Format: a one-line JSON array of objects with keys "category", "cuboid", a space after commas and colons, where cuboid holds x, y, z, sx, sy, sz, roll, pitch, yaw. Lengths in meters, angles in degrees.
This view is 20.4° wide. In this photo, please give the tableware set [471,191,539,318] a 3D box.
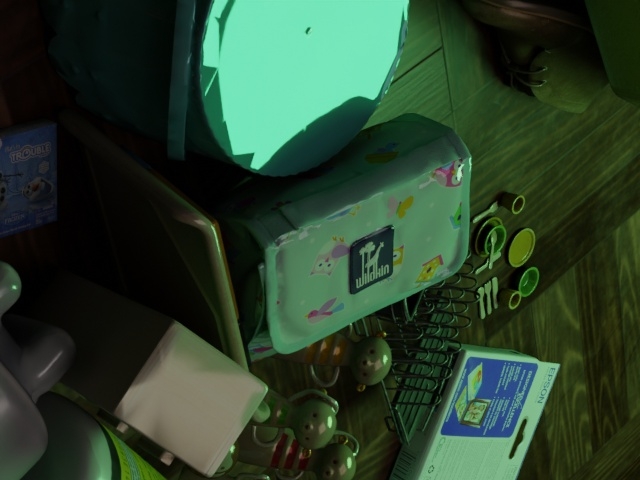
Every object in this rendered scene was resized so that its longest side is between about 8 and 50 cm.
[{"category": "tableware set", "cuboid": [0.218, 0.014, 2.039, 0.104, 0.024, 0.154, -34, 133, -32]}]

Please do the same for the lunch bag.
[{"category": "lunch bag", "cuboid": [0.000, 0.000, 1.553, 0.223, 0.262, 0.160, -24, 83, -24]}]

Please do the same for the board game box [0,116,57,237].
[{"category": "board game box", "cuboid": [-0.257, -0.048, 1.466, 0.090, 0.020, 0.090, -21, 124, -41]}]

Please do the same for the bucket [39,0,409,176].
[{"category": "bucket", "cuboid": [-0.072, -0.192, 1.465, 0.281, 0.183, 0.281, -24, 126, -39]}]

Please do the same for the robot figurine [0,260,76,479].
[{"category": "robot figurine", "cuboid": [-0.347, 0.164, 1.337, 0.353, 0.200, 0.300, -46, 113, -21]}]

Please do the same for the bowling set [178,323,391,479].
[{"category": "bowling set", "cuboid": [-0.048, 0.213, 1.688, 0.200, 0.154, 0.287, -50, 158, -75]}]

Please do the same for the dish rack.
[{"category": "dish rack", "cuboid": [0.109, 0.074, 1.858, 0.271, 0.074, 0.208, 73, 32, -41]}]

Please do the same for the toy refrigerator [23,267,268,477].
[{"category": "toy refrigerator", "cuboid": [-0.158, 0.105, 1.450, 0.102, 0.269, 0.094, 38, 80, -27]}]

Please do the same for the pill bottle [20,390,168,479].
[{"category": "pill bottle", "cuboid": [-0.198, 0.283, 1.583, 0.188, 0.188, 0.334, -54, 141, -12]}]

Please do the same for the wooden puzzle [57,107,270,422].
[{"category": "wooden puzzle", "cuboid": [-0.124, 0.016, 1.491, 0.044, 0.221, 0.238, -32, 132, -19]}]

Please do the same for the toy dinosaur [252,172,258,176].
[{"category": "toy dinosaur", "cuboid": [-0.004, -0.048, 1.744, 0.092, 0.053, 0.183, -44, 132, 0]}]

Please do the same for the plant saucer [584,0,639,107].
[{"category": "plant saucer", "cuboid": [0.357, -0.249, 1.884, 0.333, 0.081, 0.333, 15, 56, -55]}]

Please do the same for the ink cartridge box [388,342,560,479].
[{"category": "ink cartridge box", "cuboid": [0.179, 0.225, 2.094, 0.208, 0.045, 0.206, 12, 101, -50]}]

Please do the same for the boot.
[{"category": "boot", "cuboid": [0.232, -0.203, 1.877, 0.305, 0.112, 0.115, 12, 111, -53]}]
